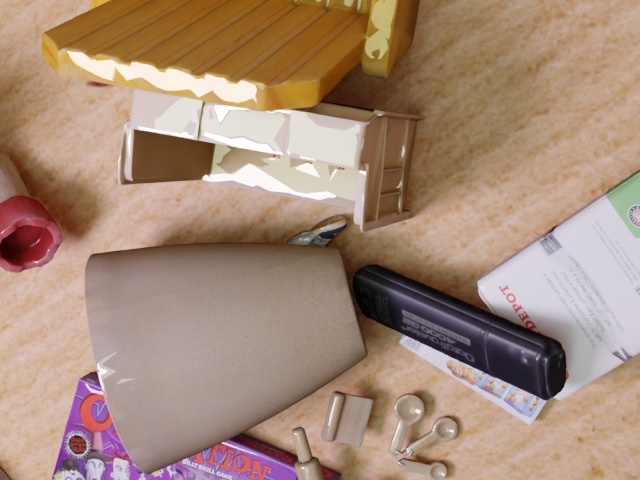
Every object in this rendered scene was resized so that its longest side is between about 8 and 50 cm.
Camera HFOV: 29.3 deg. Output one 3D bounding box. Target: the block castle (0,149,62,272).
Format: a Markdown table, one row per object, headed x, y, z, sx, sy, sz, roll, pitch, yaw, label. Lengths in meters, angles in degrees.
| x | y | z | sx | sy | sz | roll | pitch | yaw | label |
| --- | --- | --- | --- | --- | --- | --- | --- | --- | --- |
| -0.553 | 0.070 | 1.435 | 0.453 | 0.303 | 0.213 | -45 | 51 | 16 | block castle |

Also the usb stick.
| x | y | z | sx | sy | sz | roll | pitch | yaw | label |
| --- | --- | --- | --- | --- | --- | --- | --- | --- | --- |
| 0.146 | 0.095 | 1.334 | 0.278 | 0.045 | 0.077 | 23 | 139 | 40 | usb stick |

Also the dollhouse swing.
| x | y | z | sx | sy | sz | roll | pitch | yaw | label |
| --- | --- | --- | --- | --- | --- | --- | --- | --- | --- |
| -0.089 | -0.313 | 1.268 | 0.347 | 0.305 | 0.315 | 12 | 102 | 15 | dollhouse swing |

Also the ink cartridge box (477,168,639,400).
| x | y | z | sx | sy | sz | roll | pitch | yaw | label |
| --- | --- | --- | --- | --- | --- | --- | --- | --- | --- |
| 0.304 | 0.045 | 1.318 | 0.219 | 0.092 | 0.160 | -35 | 87 | 19 | ink cartridge box |

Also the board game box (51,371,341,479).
| x | y | z | sx | sy | sz | roll | pitch | yaw | label |
| --- | --- | --- | --- | --- | --- | --- | --- | --- | --- |
| -0.167 | 0.321 | 1.524 | 0.347 | 0.056 | 0.208 | 20 | 99 | 13 | board game box |

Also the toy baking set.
| x | y | z | sx | sy | sz | roll | pitch | yaw | label |
| --- | --- | --- | --- | --- | --- | --- | --- | --- | --- |
| 0.076 | 0.294 | 1.430 | 0.196 | 0.030 | 0.256 | -11 | 98 | 0 | toy baking set |

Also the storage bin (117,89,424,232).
| x | y | z | sx | sy | sz | roll | pitch | yaw | label |
| --- | --- | --- | --- | --- | --- | --- | --- | --- | --- |
| -0.044 | -0.097 | 1.313 | 0.262 | 0.260 | 0.123 | 12 | 98 | 14 | storage bin |

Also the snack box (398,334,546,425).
| x | y | z | sx | sy | sz | roll | pitch | yaw | label |
| --- | --- | --- | --- | --- | --- | --- | --- | --- | --- |
| 0.182 | 0.137 | 1.406 | 0.178 | 0.022 | 0.064 | 32 | 105 | 9 | snack box |

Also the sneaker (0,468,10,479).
| x | y | z | sx | sy | sz | roll | pitch | yaw | label |
| --- | --- | --- | --- | --- | --- | --- | --- | --- | --- |
| -0.498 | 0.337 | 1.594 | 0.151 | 0.094 | 0.256 | -45 | 75 | 12 | sneaker |

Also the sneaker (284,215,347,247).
| x | y | z | sx | sy | sz | roll | pitch | yaw | label |
| --- | --- | --- | --- | --- | --- | --- | --- | --- | --- |
| 0.000 | 0.000 | 1.436 | 0.083 | 0.032 | 0.037 | -26 | 103 | 24 | sneaker |

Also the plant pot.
| x | y | z | sx | sy | sz | roll | pitch | yaw | label |
| --- | --- | --- | --- | --- | --- | --- | --- | --- | --- |
| -0.094 | 0.106 | 1.385 | 0.274 | 0.256 | 0.256 | -14 | 94 | 1 | plant pot |
